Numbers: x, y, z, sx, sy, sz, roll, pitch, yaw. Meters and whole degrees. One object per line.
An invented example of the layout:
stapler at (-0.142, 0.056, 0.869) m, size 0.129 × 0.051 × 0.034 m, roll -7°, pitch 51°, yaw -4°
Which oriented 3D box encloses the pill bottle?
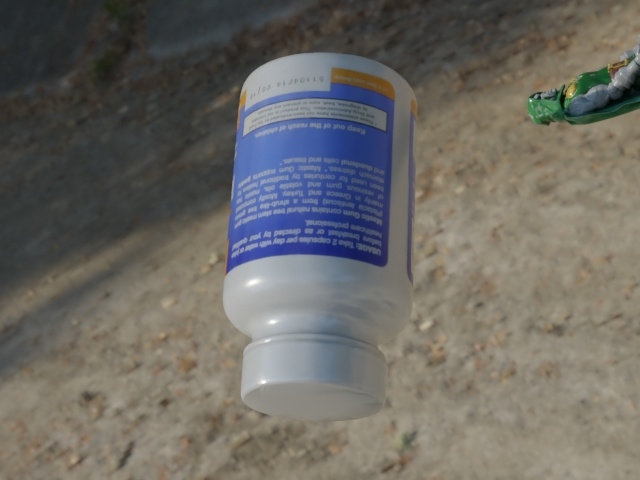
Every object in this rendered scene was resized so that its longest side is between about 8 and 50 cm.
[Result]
pill bottle at (0.000, 0.000, 1.028) m, size 0.152 × 0.152 × 0.272 m, roll -14°, pitch 61°, yaw 37°

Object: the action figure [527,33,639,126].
action figure at (0.291, -0.149, 1.113) m, size 0.232 × 0.063 × 0.137 m, roll -20°, pitch 13°, yaw 20°
